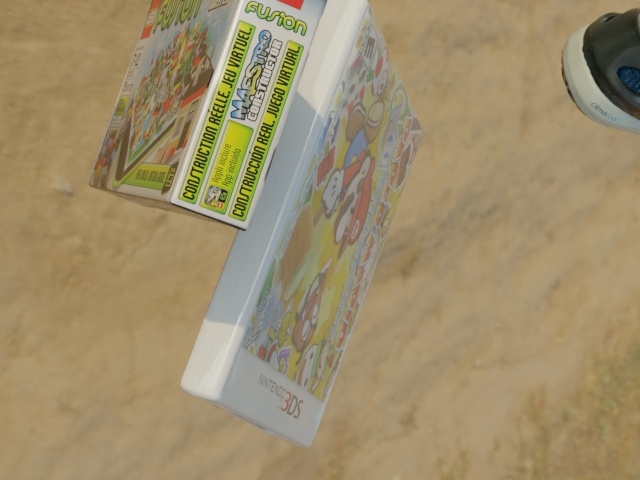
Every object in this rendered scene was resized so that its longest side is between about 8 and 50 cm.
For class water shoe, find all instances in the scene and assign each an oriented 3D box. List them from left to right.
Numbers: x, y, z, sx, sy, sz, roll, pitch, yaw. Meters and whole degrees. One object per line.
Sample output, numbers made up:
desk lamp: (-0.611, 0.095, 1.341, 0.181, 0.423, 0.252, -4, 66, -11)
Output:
water shoe: (0.228, -0.087, 0.726, 0.203, 0.080, 0.072, 2, 73, -36)

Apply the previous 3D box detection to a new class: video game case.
video game case: (0.000, 0.000, 0.757, 0.206, 0.026, 0.226, 50, 58, -70)

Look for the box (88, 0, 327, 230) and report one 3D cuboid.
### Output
box: (-0.059, -0.069, 0.611, 0.036, 0.207, 0.114, 19, 87, -19)
